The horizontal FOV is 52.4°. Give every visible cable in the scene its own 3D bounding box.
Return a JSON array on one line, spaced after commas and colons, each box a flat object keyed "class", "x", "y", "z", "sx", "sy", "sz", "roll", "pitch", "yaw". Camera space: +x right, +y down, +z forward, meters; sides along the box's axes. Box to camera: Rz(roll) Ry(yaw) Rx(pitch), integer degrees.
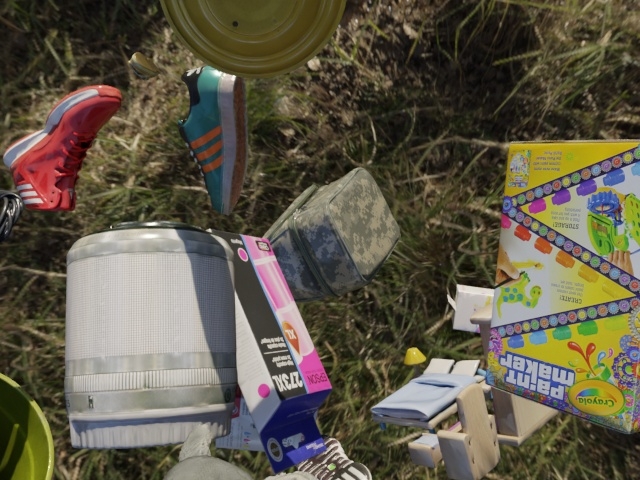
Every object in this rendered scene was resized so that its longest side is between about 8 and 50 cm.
[{"class": "cable", "x": -0.617, "y": -0.030, "z": 1.173, "sx": 0.184, "sy": 0.047, "sz": 0.150, "roll": -29, "pitch": 39, "yaw": -1}]

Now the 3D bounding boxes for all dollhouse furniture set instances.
[{"class": "dollhouse furniture set", "x": 0.184, "y": 0.216, "z": 1.068, "sx": 0.303, "sy": 0.286, "sz": 0.198, "roll": -8, "pitch": 96, "yaw": 47}]

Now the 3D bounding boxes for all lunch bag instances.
[{"class": "lunch bag", "x": 0.000, "y": 0.000, "z": 1.444, "sx": 0.256, "sy": 0.305, "sz": 0.213, "roll": -24, "pitch": 104, "yaw": 30}]

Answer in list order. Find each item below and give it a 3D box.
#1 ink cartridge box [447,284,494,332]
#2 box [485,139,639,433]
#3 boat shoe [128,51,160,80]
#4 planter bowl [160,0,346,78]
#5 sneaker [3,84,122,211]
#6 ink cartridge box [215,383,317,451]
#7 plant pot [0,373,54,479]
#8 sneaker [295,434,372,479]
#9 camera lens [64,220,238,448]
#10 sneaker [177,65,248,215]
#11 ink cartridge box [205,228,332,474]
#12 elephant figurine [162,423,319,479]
[{"class": "ink cartridge box", "x": 0.356, "y": 0.156, "z": 1.465, "sx": 0.143, "sy": 0.092, "sz": 0.090, "roll": 7, "pitch": 96, "yaw": 10}, {"class": "box", "x": 0.360, "y": 0.040, "z": 0.750, "sx": 0.177, "sy": 0.289, "sz": 0.279, "roll": 11, "pitch": 97, "yaw": 52}, {"class": "boat shoe", "x": -0.401, "y": -0.384, "z": 1.459, "sx": 0.048, "sy": 0.153, "sz": 0.056, "roll": -38, "pitch": 102, "yaw": 5}, {"class": "planter bowl", "x": -0.073, "y": -0.276, "z": 0.698, "sx": 0.217, "sy": 0.090, "sz": 0.217, "roll": -2, "pitch": 114, "yaw": -4}, {"class": "sneaker", "x": -0.350, "y": -0.116, "z": 0.933, "sx": 0.221, "sy": 0.087, "sz": 0.128, "roll": -31, "pitch": 77, "yaw": 25}, {"class": "ink cartridge box", "x": -0.093, "y": 0.293, "z": 1.179, "sx": 0.176, "sy": 0.127, "sz": 0.128, "roll": 5, "pitch": 118, "yaw": -4}, {"class": "plant pot", "x": -0.730, "y": 0.467, "z": 1.179, "sx": 0.366, "sy": 0.366, "sz": 0.353, "roll": 46, "pitch": 121, "yaw": 9}, {"class": "sneaker", "x": 0.046, "y": 0.522, "z": 1.355, "sx": 0.106, "sy": 0.281, "sz": 0.163, "roll": -32, "pitch": 104, "yaw": -16}, {"class": "camera lens", "x": -0.221, "y": 0.122, "z": 0.862, "sx": 0.219, "sy": 0.219, "sz": 0.274, "roll": -6, "pitch": 78, "yaw": 10}, {"class": "sneaker", "x": -0.213, "y": -0.195, "z": 1.279, "sx": 0.121, "sy": 0.108, "sz": 0.302, "roll": 10, "pitch": 120, "yaw": 9}, {"class": "ink cartridge box", "x": -0.081, "y": 0.161, "z": 1.024, "sx": 0.069, "sy": 0.175, "sz": 0.371, "roll": -29, "pitch": 73, "yaw": 21}, {"class": "elephant figurine", "x": -0.031, "y": 0.276, "z": 0.536, "sx": 0.239, "sy": 0.169, "sz": 0.186, "roll": 4, "pitch": 88, "yaw": 10}]
